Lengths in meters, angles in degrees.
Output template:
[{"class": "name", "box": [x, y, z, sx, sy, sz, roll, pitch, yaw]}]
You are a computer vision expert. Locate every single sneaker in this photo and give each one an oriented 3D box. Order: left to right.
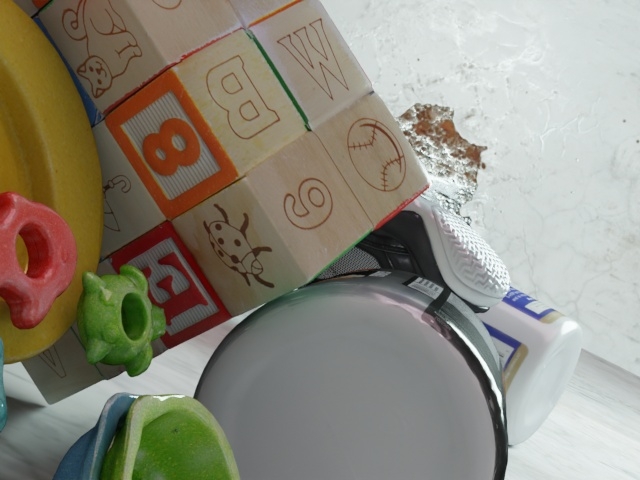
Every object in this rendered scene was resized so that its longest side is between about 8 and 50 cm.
[{"class": "sneaker", "box": [0.000, 0.000, 0.966, 0.268, 0.153, 0.101, 42, 12, 27]}]

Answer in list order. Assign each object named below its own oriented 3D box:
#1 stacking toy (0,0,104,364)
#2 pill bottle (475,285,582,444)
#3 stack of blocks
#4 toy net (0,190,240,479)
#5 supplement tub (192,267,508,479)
[{"class": "stacking toy", "box": [-0.210, -0.076, 0.332, 0.130, 0.308, 0.279, -10, 14, 25]}, {"class": "pill bottle", "box": [0.105, 0.073, 1.059, 0.187, 0.112, 0.112, 30, 5, 26]}, {"class": "stack of blocks", "box": [-0.113, -0.100, 0.506, 0.087, 0.171, 0.297, -38, 98, -46]}, {"class": "toy net", "box": [-0.093, 0.029, 0.330, 0.045, 0.122, 0.232, -9, -23, 25]}, {"class": "supplement tub", "box": [0.020, 0.071, 0.549, 0.117, 0.117, 0.190, 27, 4, 6]}]
